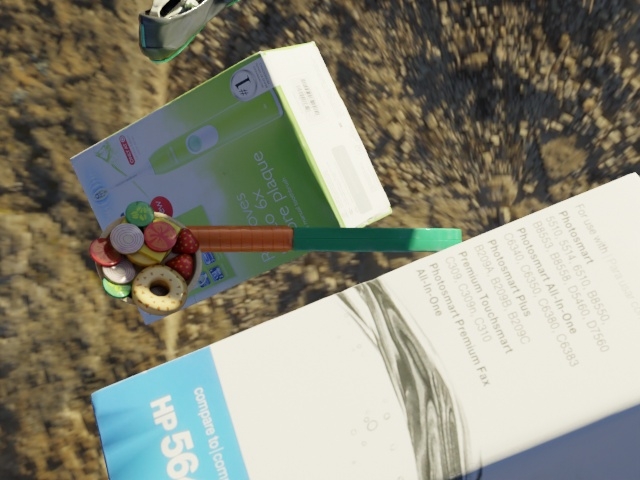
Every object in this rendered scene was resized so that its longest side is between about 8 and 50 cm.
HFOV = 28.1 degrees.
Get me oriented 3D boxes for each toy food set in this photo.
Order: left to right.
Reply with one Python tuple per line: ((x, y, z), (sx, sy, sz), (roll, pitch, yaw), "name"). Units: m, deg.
((-0.129, 0.013, 0.957), (0.082, 0.020, 0.083), (27, 60, -1), "toy food set")

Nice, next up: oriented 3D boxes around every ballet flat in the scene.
((-0.135, -0.278, 1.431), (0.074, 0.074, 0.203), (37, 55, 6), "ballet flat")

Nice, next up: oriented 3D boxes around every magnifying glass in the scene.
((0.000, 0.000, 1.021), (0.231, 0.092, 0.026), (2, 90, -11), "magnifying glass")

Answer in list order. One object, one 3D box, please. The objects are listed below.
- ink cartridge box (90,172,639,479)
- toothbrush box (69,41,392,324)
((0.044, 0.083, 0.458), (0.203, 0.148, 0.086), (-22, 51, 2), "ink cartridge box")
((-0.099, -0.059, 1.384), (0.283, 0.122, 0.206), (-23, 91, 32), "toothbrush box")
